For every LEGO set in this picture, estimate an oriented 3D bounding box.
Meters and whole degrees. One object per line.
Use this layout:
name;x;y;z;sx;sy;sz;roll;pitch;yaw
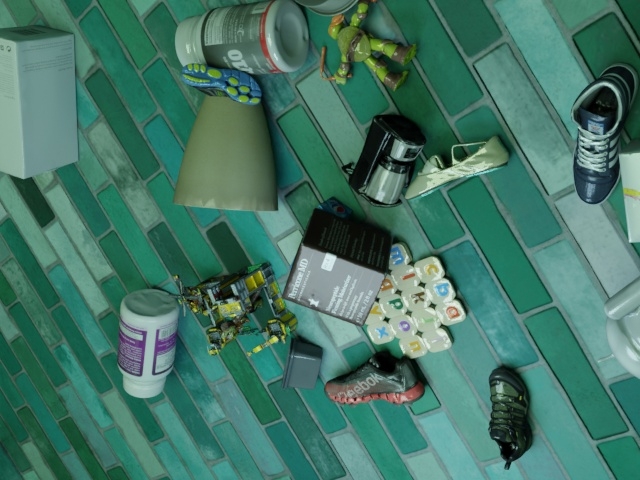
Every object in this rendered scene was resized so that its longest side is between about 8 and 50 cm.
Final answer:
LEGO set;-0.245;0.199;2.110;0.331;0.192;0.255;-3;107;33

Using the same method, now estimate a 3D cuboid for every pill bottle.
pill bottle;-0.183;-0.458;1.823;0.283;0.161;0.161;2;110;32
pill bottle;-0.511;0.308;2.335;0.169;0.169;0.302;24;119;22

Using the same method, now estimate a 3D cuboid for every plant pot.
plant pot;-0.220;-0.216;1.914;0.256;0.256;0.274;7;96;30

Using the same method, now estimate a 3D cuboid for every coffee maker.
coffee maker;0.133;-0.188;1.762;0.171;0.120;0.178;32;122;18

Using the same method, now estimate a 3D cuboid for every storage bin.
storage bin;-0.048;0.331;2.113;0.091;0.098;0.135;12;118;-3

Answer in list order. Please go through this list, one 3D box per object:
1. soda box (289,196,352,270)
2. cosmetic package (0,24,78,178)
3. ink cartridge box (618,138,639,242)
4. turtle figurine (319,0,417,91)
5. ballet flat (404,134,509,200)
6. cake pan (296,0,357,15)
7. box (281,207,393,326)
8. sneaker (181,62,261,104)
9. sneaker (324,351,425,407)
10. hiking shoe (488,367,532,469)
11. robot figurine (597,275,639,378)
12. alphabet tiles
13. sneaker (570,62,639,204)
soda box;0.000;0.000;1.951;0.067;0.071;0.210;35;124;13
cosmetic package;-0.807;-0.388;2.211;0.156;0.217;0.385;19;116;24
ink cartridge box;0.640;-0.100;1.477;0.127;0.128;0.176;-2;107;32
turtle figurine;0.097;-0.430;1.706;0.217;0.087;0.270;33;123;17
ballet flat;0.282;-0.161;1.706;0.248;0.086;0.086;-20;98;27
cake pan;0.000;-0.620;1.655;0.293;0.054;0.293;18;114;46
box;0.041;0.062;1.829;0.203;0.167;0.168;19;123;-2
sneaker;-0.224;-0.359;1.809;0.188;0.078;0.067;15;92;-7
sneaker;0.124;0.345;1.999;0.276;0.097;0.135;-9;105;32
hiking shoe;0.431;0.408;1.822;0.086;0.114;0.227;-9;104;34
robot figurine;0.685;0.140;1.496;0.299;0.200;0.353;21;130;-18
alphabet tiles;0.205;0.146;1.915;0.278;0.021;0.284;-23;96;38
sneaker;0.522;-0.185;1.499;0.099;0.153;0.282;17;118;26
